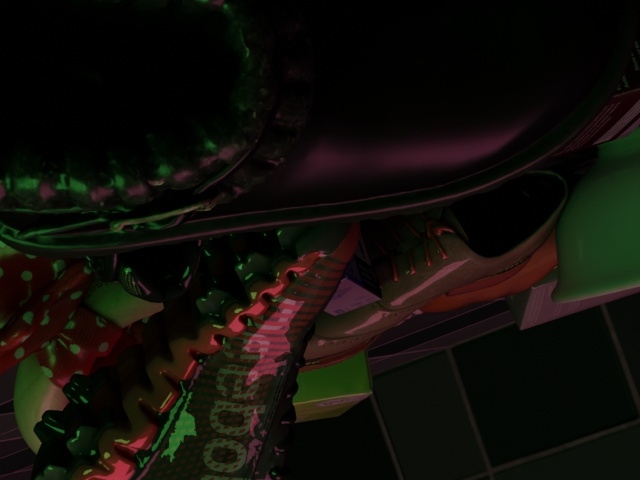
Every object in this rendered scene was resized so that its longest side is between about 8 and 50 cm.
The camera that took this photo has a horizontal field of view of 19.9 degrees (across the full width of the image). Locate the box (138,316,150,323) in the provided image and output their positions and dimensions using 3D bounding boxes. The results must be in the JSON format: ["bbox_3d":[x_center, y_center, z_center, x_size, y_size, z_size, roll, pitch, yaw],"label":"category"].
[{"bbox_3d":[-0.121,0.052,1.450,0.060,0.101,0.244,-14,171,-36],"label":"box"}]

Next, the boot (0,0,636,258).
[{"bbox_3d":[-0.017,-0.077,0.764,0.348,0.131,0.260,-18,171,-3],"label":"boot"}]

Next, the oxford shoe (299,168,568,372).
[{"bbox_3d":[0.058,0.008,1.553,0.348,0.123,0.130,-25,169,-28],"label":"oxford shoe"}]

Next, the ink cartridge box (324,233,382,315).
[{"bbox_3d":[0.000,0.000,1.388,0.046,0.097,0.207,-20,171,7],"label":"ink cartridge box"}]

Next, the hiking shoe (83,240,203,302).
[{"bbox_3d":[-0.120,-0.012,1.000,0.086,0.114,0.227,-13,170,-29],"label":"hiking shoe"}]

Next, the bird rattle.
[{"bbox_3d":[-0.130,0.073,1.211,0.253,0.143,0.207,-25,135,-43],"label":"bird rattle"}]

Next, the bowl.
[{"bbox_3d":[0.332,-0.046,1.623,0.297,0.134,0.298,-15,180,0],"label":"bowl"}]

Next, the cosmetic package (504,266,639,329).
[{"bbox_3d":[0.313,0.002,1.986,0.238,0.107,0.127,-19,156,-11],"label":"cosmetic package"}]

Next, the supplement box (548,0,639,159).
[{"bbox_3d":[0.098,-0.084,1.156,0.239,0.073,0.130,-17,169,-14],"label":"supplement box"}]

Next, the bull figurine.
[{"bbox_3d":[0.145,0.013,1.777,0.310,0.101,0.188,-14,174,-16],"label":"bull figurine"}]

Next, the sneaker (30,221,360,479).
[{"bbox_3d":[-0.053,0.080,1.105,0.276,0.135,0.098,-49,-156,18],"label":"sneaker"}]

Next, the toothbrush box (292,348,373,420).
[{"bbox_3d":[-0.112,0.116,1.677,0.283,0.122,0.206,-7,169,-10],"label":"toothbrush box"}]
